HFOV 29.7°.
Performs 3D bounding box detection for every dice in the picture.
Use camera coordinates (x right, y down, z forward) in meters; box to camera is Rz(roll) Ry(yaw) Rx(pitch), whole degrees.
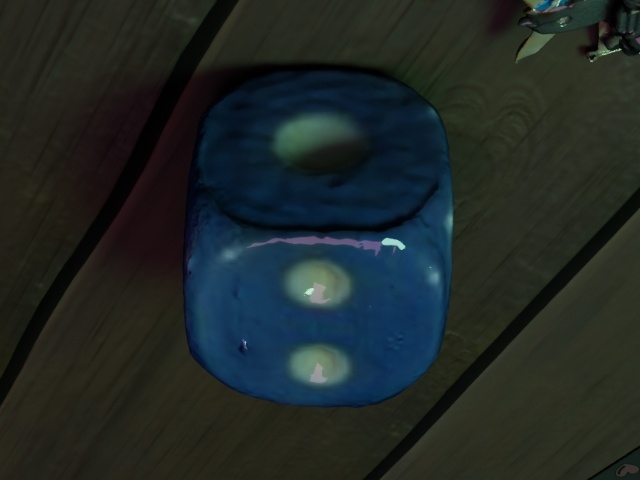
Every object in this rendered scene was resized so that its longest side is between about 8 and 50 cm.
[{"bbox_3d":[0.000,0.000,0.671,0.143,0.146,0.146,4,131,-1],"label":"dice"}]

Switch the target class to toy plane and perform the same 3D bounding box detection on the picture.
[{"bbox_3d":[0.186,-0.137,0.610,0.188,0.062,0.135,-10,159,4],"label":"toy plane"}]

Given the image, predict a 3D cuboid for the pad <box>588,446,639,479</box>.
[{"bbox_3d":[0.338,0.163,0.910,0.170,0.006,0.245,32,123,-26],"label":"pad"}]
